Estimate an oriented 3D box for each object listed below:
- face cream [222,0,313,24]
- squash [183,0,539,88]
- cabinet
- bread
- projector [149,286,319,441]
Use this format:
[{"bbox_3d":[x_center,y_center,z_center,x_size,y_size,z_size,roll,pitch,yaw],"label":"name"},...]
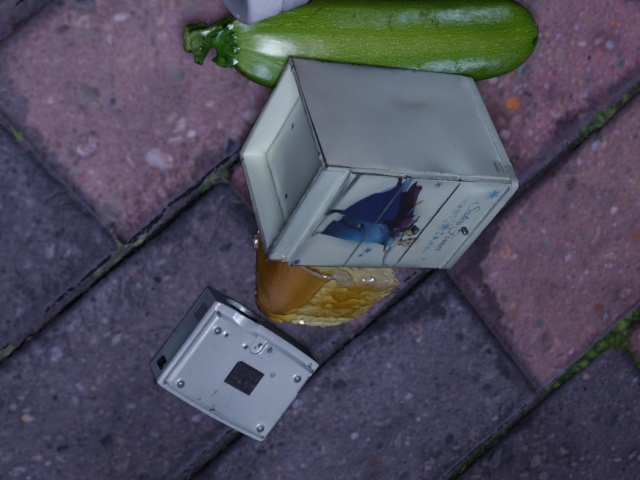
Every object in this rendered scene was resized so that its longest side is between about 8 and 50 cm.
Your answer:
[{"bbox_3d":[-0.020,-0.318,0.961,0.187,0.201,0.201,-25,114,-10],"label":"face cream"},{"bbox_3d":[0.050,-0.197,1.084,0.379,0.101,0.101,-6,110,-22],"label":"squash"},{"bbox_3d":[0.052,-0.069,1.052,0.206,0.150,0.145,2,144,-27],"label":"cabinet"},{"bbox_3d":[0.000,0.000,1.160,0.140,0.169,0.160,6,65,-21],"label":"bread"},{"bbox_3d":[-0.091,0.136,1.169,0.147,0.061,0.115,35,92,-26],"label":"projector"}]
